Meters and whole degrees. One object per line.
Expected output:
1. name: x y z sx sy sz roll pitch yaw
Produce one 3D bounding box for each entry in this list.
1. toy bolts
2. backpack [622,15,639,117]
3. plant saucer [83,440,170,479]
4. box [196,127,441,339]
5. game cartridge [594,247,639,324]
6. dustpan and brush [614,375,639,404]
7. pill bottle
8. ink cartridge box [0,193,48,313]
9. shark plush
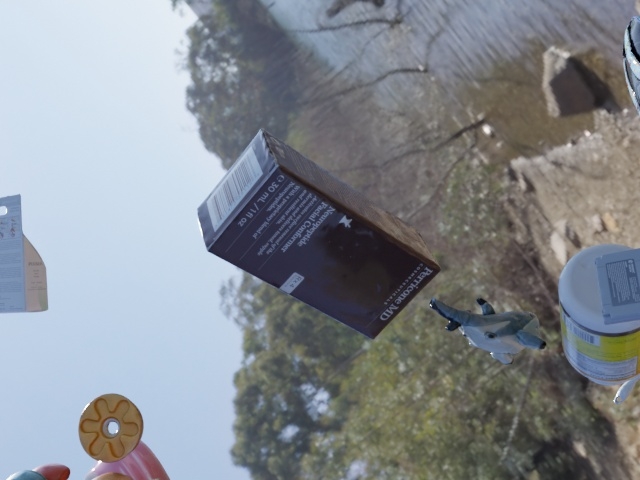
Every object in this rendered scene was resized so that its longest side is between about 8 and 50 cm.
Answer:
1. toy bolts: -0.360 0.334 1.100 0.158 0.229 0.218 48 -151 -73
2. backpack: 0.515 -0.250 1.144 0.158 0.117 0.173 64 -163 -51
3. plant saucer: -0.322 0.503 1.324 0.084 0.332 0.332 -13 -126 -35
4. box: 0.000 0.000 1.325 0.381 0.191 0.143 29 -159 -32
5. game cartridge: 0.301 0.044 0.760 0.017 0.056 0.083 54 -148 -37
6. dustpan and brush: 0.659 0.242 1.575 0.147 0.211 0.060 37 176 38
7. pill bottle: 0.364 0.104 0.978 0.117 0.117 0.215 56 177 37
8. ink cartridge box: -0.608 0.030 1.514 0.056 0.181 0.224 3 -96 -52
9. shark plush: 0.203 0.104 0.970 0.073 0.161 0.067 118 161 -58
